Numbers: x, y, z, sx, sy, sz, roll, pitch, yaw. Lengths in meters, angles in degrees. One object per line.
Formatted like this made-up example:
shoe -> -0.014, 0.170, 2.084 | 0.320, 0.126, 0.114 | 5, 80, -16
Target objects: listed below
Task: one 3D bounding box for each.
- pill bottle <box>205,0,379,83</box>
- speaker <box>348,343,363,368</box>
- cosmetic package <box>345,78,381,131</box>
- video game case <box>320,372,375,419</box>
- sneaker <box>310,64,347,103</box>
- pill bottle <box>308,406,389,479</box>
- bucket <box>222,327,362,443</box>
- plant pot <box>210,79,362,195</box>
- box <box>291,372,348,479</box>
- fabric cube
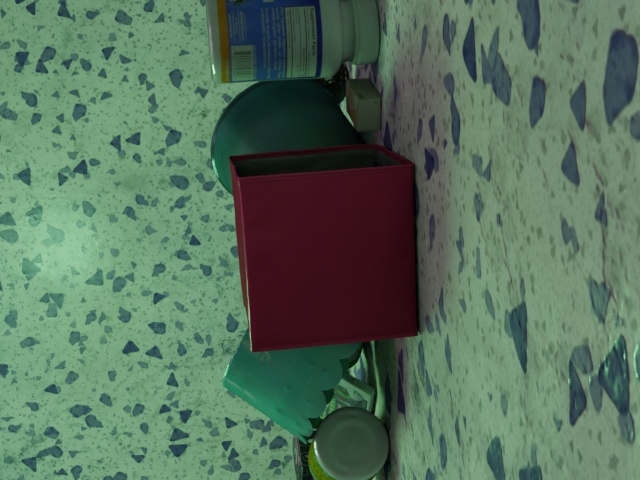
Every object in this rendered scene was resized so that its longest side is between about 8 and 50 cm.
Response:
pill bottle -> -0.047, -0.338, 1.553 | 0.152, 0.272, 0.152 | 175, 90, -83
speaker -> 0.025, 0.108, 1.859 | 0.131, 0.131, 0.296 | -105, 12, -58
cosmetic package -> 0.071, -0.229, 1.606 | 0.115, 0.041, 0.060 | -108, 16, -64
video game case -> 0.026, 0.313, 1.907 | 0.022, 0.173, 0.190 | -48, -24, -34
sneaker -> 0.012, -0.318, 1.941 | 0.234, 0.078, 0.106 | -117, 6, -53
pill bottle -> 0.047, 0.406, 1.804 | 0.245, 0.136, 0.136 | 101, 163, -67
bucket -> -0.037, 0.198, 1.700 | 0.281, 0.183, 0.281 | -60, -6, -10
plant pot -> -0.032, -0.126, 1.719 | 0.255, 0.272, 0.271 | -128, 31, -52
box -> 0.007, 0.438, 2.149 | 0.163, 0.142, 0.247 | 93, 170, -48
fabric cube -> 0.000, 0.000, 1.465 | 0.259, 0.254, 0.258 | -123, 28, -75
